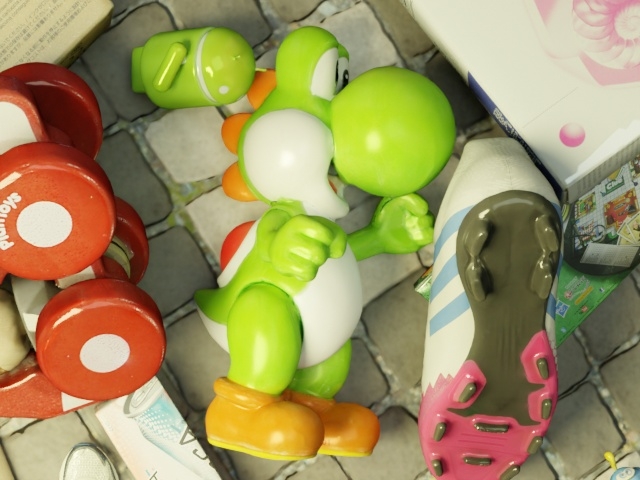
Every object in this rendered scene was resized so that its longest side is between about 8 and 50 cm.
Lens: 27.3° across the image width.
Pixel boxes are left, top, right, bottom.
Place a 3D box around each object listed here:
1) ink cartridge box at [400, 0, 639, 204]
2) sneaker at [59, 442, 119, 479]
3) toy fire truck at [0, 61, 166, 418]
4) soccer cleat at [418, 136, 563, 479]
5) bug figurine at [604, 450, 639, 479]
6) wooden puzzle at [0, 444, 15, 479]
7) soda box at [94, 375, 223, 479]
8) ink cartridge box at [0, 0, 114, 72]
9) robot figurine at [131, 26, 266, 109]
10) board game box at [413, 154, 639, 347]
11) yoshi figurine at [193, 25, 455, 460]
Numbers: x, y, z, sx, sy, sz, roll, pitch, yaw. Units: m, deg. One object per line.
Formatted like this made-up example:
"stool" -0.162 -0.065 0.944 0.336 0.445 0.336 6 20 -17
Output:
"ink cartridge box" 0.243 -0.254 1.133 0.330 0.071 0.324 -37 74 1
"sneaker" -0.192 0.239 1.110 0.052 0.058 0.135 -4 88 -12
"toy fire truck" -0.267 0.020 1.015 0.254 0.169 0.302 -17 126 -3
"soccer cleat" 0.147 0.064 1.131 0.116 0.143 0.331 2 125 -4
"bug figurine" 0.241 0.337 1.187 0.279 0.072 0.216 -35 95 -11
"wooden puzzle" -0.375 0.222 1.081 0.239 0.044 0.220 -22 92 -12
"soda box" -0.120 0.205 1.126 0.063 0.058 0.183 -33 95 -11
"ink cartridge box" -0.318 -0.170 1.084 0.193 0.088 0.234 44 82 -6
"robot figurine" -0.106 -0.146 1.120 0.115 0.101 0.067 -1 84 28
"board game box" 0.220 -0.008 1.179 0.136 0.030 0.259 42 98 -10
"yoshi figurine" 0.021 0.000 1.101 0.203 0.203 0.362 7 85 -19
